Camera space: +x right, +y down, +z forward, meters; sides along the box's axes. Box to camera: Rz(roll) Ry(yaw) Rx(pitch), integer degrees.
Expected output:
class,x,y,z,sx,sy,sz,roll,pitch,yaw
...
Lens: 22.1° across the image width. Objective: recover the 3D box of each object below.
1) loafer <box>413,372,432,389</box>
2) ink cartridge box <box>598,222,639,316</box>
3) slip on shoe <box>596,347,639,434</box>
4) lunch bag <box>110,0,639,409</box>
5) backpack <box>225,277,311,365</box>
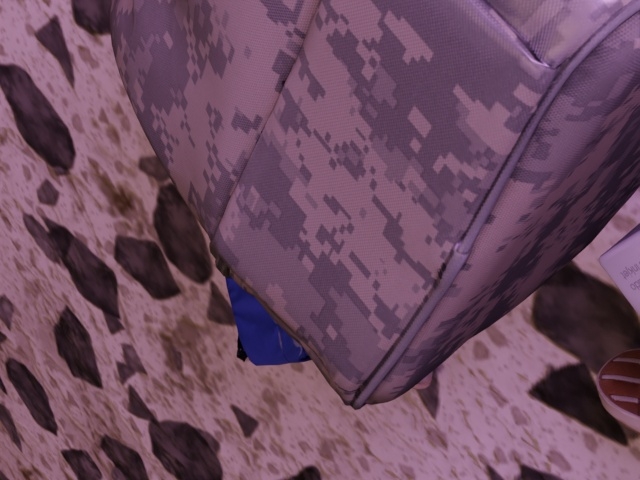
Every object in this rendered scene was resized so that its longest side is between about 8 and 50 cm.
class,x,y,z,sx,sy,sz,roll,pitch,yaw
loafer,0.018,0.063,1.026,0.125,0.045,0.039,18,139,40
ink cartridge box,0.239,0.046,0.676,0.208,0.087,0.153,52,148,3
slip on shoe,0.198,0.091,0.812,0.135,0.051,0.041,12,140,40
lunch bag,0.037,-0.123,0.669,0.256,0.212,0.305,46,146,13
backpack,0.000,0.000,0.944,0.101,0.098,0.120,-11,98,46
